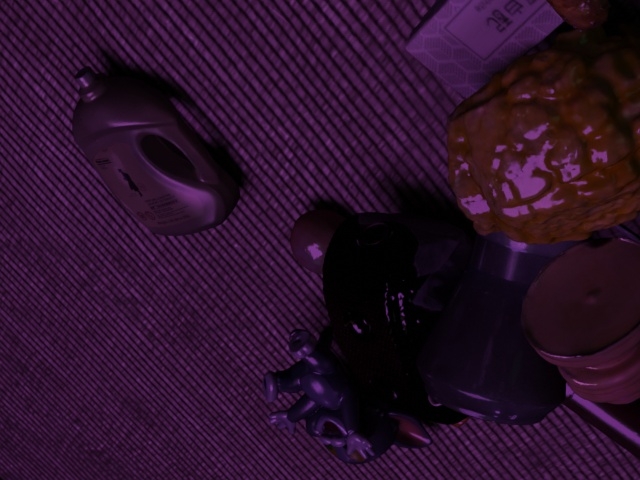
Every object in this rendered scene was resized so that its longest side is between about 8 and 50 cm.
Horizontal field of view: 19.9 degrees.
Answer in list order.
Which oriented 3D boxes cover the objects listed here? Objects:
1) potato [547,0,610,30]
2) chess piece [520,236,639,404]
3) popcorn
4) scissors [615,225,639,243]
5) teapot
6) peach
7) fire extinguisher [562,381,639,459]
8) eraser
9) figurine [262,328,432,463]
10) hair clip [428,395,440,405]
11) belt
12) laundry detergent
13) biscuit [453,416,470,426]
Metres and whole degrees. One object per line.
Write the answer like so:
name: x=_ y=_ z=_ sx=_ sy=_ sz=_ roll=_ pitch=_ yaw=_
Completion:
potato: x=0.221 y=-0.218 z=1.588 sx=0.051 sy=0.040 sz=0.083 roll=-14 pitch=129 yaw=40
chess piece: x=0.303 y=0.112 z=1.927 sx=0.124 sy=0.139 sz=0.307 roll=16 pitch=163 yaw=21
popcorn: x=0.228 y=-0.091 z=1.775 sx=0.286 sy=0.225 sz=0.174 roll=125 pitch=129 yaw=-64
scissors: x=0.357 y=0.006 z=2.004 sx=0.083 sy=0.006 sz=0.036 roll=35 pitch=152 yaw=-2
teapot: x=0.222 y=0.077 z=2.024 sx=0.203 sy=0.225 sz=0.171 roll=6 pitch=-165 yaw=-32
peach: x=0.002 y=-0.001 z=2.275 sx=0.083 sy=0.083 sz=0.083 roll=25 pitch=149 yaw=16
fire extinguisher: x=0.394 y=0.224 z=2.227 sx=0.267 sy=0.072 sz=0.089 roll=36 pitch=-165 yaw=1
eraser: x=0.215 y=-0.261 z=1.668 sx=0.098 sy=0.096 sz=0.404 roll=38 pitch=151 yaw=-6
figurine: x=0.011 y=0.216 z=2.529 sx=0.193 sy=0.140 sz=0.265 roll=-6 pitch=123 yaw=36
hair clip: x=0.227 y=0.146 z=2.154 sx=0.034 sy=0.226 sz=0.072 roll=58 pitch=170 yaw=25
belt: x=0.124 y=0.091 z=2.178 sx=0.164 sy=0.184 sz=0.289 roll=20 pitch=149 yaw=42
laundry detergent: x=-0.224 y=-0.120 z=2.309 sx=0.181 sy=0.091 sz=0.253 roll=-4 pitch=133 yaw=45
biscuit: x=0.115 y=0.166 z=2.452 sx=0.228 sy=0.031 sz=0.176 roll=33 pitch=149 yaw=1
